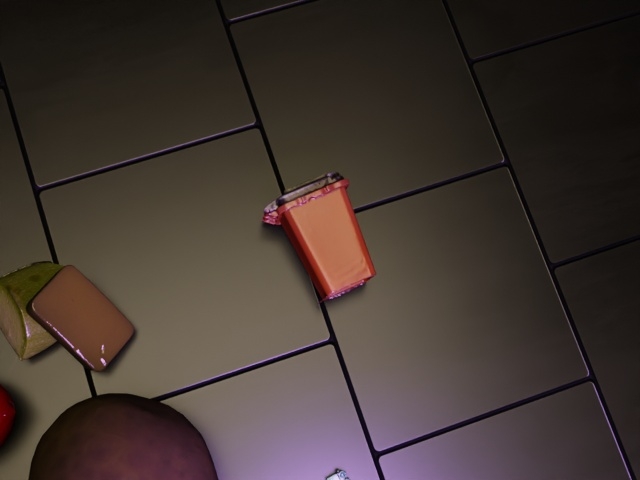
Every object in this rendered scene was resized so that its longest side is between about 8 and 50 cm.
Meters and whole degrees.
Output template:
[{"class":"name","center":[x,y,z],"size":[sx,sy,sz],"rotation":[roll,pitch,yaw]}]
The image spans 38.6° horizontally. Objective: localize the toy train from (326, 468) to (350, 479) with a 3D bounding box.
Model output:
[{"class":"toy train","center":[0.049,0.505,1.834],"size":[0.045,0.029,0.092],"rotation":[-29,82,-3]}]

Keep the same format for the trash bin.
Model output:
[{"class":"trash bin","center":[0.000,0.000,1.881],"size":[0.184,0.161,0.239],"rotation":[-22,83,-9]}]

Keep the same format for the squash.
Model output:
[{"class":"squash","center":[-0.575,0.112,1.826],"size":[0.184,0.085,0.192],"rotation":[-36,71,-14]}]

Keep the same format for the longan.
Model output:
[{"class":"longan","center":[-0.364,0.476,1.655],"size":[0.404,0.336,0.405],"rotation":[-7,77,31]}]

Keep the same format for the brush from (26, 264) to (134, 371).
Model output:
[{"class":"brush","center":[-0.476,0.155,1.809],"size":[0.197,0.059,0.123],"rotation":[49,59,-19]}]

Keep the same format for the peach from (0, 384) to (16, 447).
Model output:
[{"class":"peach","center":[-0.672,0.340,1.731],"size":[0.197,0.197,0.198],"rotation":[1,77,-5]}]
